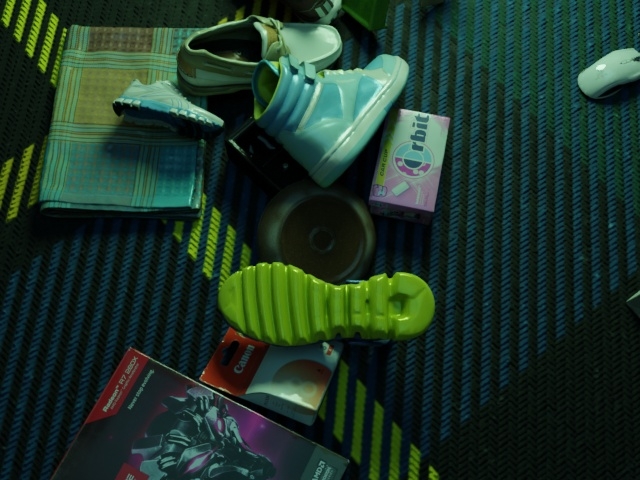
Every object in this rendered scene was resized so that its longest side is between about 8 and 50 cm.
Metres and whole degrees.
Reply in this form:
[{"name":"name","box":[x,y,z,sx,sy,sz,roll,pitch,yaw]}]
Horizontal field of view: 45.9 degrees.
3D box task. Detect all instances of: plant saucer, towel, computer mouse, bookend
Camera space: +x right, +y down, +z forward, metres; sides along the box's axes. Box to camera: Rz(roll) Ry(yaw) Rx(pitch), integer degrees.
[{"name":"plant saucer","box":[0.000,0.000,1.193,0.199,0.036,0.198,0,91,-16]},{"name":"towel","box":[-0.332,-0.212,1.306,0.272,0.040,0.370,1,70,-1]},{"name":"computer mouse","box":[0.552,-0.313,1.350,0.193,0.042,0.106,-28,74,-10]},{"name":"bookend","box":[-0.050,-0.153,1.269,0.156,0.072,0.157,-42,77,-15]}]

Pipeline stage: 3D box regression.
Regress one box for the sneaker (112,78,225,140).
[{"name":"sneaker","box":[-0.245,-0.228,1.261,0.191,0.071,0.082,17,64,5]}]

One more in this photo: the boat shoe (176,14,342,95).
[{"name":"boat shoe","box":[-0.096,-0.324,1.300,0.303,0.103,0.113,-18,74,-17]}]

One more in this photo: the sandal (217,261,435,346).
[{"name":"sandal","box":[0.004,0.109,1.137,0.318,0.138,0.126,7,75,-1]}]

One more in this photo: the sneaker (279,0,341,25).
[{"name":"sneaker","box":[-0.091,-0.496,1.332,0.281,0.162,0.106,34,94,14]}]

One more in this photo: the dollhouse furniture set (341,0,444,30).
[{"name":"dollhouse furniture set","box":[0.092,-0.547,1.419,0.198,0.151,0.301,-22,52,-30]}]

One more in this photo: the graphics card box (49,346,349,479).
[{"name":"graphics card box","box":[-0.171,0.338,1.081,0.371,0.094,0.232,26,72,8]}]

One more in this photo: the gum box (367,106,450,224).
[{"name":"gum box","box":[0.146,-0.121,1.265,0.107,0.062,0.188,11,70,4]}]

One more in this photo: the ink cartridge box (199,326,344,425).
[{"name":"ink cartridge box","box":[-0.069,0.181,1.131,0.179,0.045,0.145,22,40,4]}]

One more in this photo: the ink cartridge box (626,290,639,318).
[{"name":"ink cartridge box","box":[0.606,0.078,1.197,0.198,0.067,0.115,-35,74,-10]}]

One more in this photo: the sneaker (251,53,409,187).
[{"name":"sneaker","box":[0.011,-0.252,1.220,0.208,0.127,0.319,38,48,-8]}]
